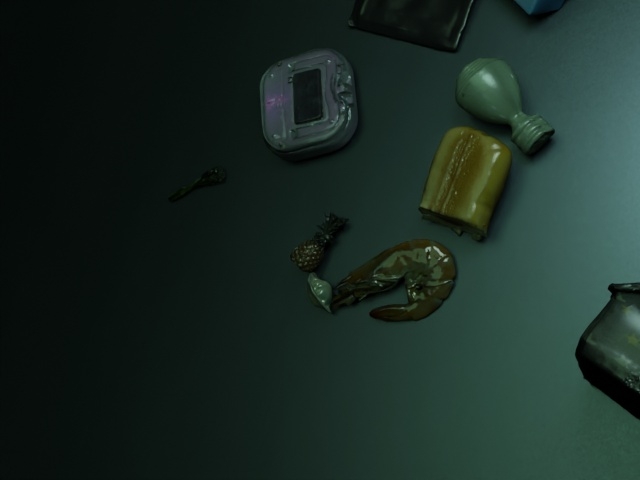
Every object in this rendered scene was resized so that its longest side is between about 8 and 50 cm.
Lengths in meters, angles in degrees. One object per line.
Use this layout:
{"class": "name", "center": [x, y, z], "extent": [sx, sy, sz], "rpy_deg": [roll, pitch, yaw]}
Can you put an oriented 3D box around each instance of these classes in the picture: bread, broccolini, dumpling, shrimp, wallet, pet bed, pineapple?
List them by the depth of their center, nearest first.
{"class": "pet bed", "center": [0.464, 0.155, 1.189], "extent": [0.183, 0.211, 0.159], "rpy_deg": [37, 86, 31]}
{"class": "bread", "center": [0.246, -0.097, 1.443], "extent": [0.134, 0.085, 0.173], "rpy_deg": [23, 90, 34]}
{"class": "shrimp", "center": [0.125, 0.083, 1.491], "extent": [0.236, 0.053, 0.133], "rpy_deg": [-24, 87, 17]}
{"class": "dumpling", "center": [-0.005, 0.091, 1.543], "extent": [0.043, 0.059, 0.077], "rpy_deg": [-5, 72, 18]}
{"class": "pineapple", "center": [0.000, 0.000, 1.567], "extent": [0.124, 0.058, 0.058], "rpy_deg": [-50, 60, 7]}
{"class": "wallet", "center": [0.205, -0.527, 1.607], "extent": [0.247, 0.041, 0.322], "rpy_deg": [23, 91, 32]}
{"class": "broccolini", "center": [-0.252, -0.110, 1.754], "extent": [0.140, 0.030, 0.035], "rpy_deg": [-29, 101, 24]}

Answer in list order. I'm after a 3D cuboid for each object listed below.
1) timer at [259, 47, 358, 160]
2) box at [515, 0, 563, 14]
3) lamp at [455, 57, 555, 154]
{"class": "timer", "center": [-0.027, -0.262, 1.646], "extent": [0.191, 0.069, 0.208], "rpy_deg": [-13, 70, 22]}
{"class": "box", "center": [0.374, -0.510, 1.417], "extent": [0.142, 0.083, 0.232], "rpy_deg": [55, 144, 27]}
{"class": "lamp", "center": [0.305, -0.226, 1.444], "extent": [0.106, 0.106, 0.193], "rpy_deg": [-42, 70, 12]}
